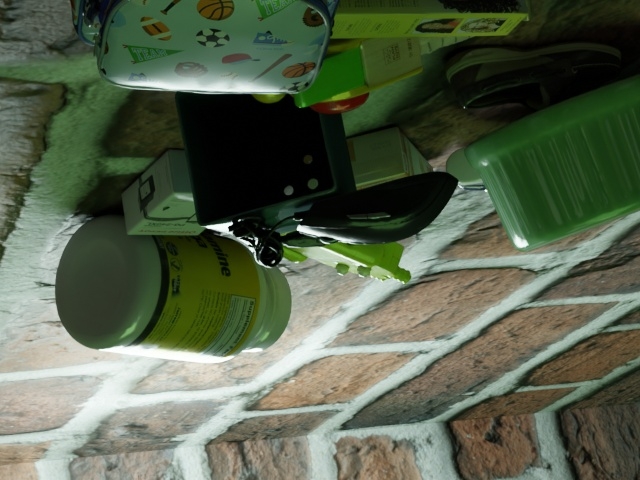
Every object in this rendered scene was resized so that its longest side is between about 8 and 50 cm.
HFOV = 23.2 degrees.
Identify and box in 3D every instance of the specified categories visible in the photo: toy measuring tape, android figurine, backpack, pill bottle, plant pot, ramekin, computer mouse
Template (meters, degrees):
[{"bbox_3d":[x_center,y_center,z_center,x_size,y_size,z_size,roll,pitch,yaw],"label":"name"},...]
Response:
[{"bbox_3d":[0.063,-0.216,1.652,0.330,0.121,0.121,-23,168,-22],"label":"toy measuring tape"},{"bbox_3d":[0.000,0.000,2.138,0.272,0.056,0.248,25,170,-28],"label":"android figurine"},{"bbox_3d":[-0.087,-0.249,1.283,0.276,0.213,0.263,-3,151,-12],"label":"backpack"},{"bbox_3d":[-0.198,0.076,2.223,0.188,0.188,0.334,-22,159,33],"label":"pill bottle"},{"bbox_3d":[-0.041,-0.091,1.850,0.165,0.166,0.234,-15,165,14],"label":"plant pot"},{"bbox_3d":[0.343,-0.097,1.926,0.303,0.148,0.303,-20,177,-1],"label":"ramekin"},{"bbox_3d":[0.033,-0.010,1.779,0.262,0.060,0.184,-13,169,1],"label":"computer mouse"}]

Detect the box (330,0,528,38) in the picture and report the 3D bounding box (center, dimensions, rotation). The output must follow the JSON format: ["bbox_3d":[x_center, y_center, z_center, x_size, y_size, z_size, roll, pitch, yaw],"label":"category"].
[{"bbox_3d":[0.086,-0.250,1.549,0.232,0.087,0.058,-5,164,-20],"label":"box"}]

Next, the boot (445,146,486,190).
[{"bbox_3d":[0.269,-0.109,2.134,0.190,0.069,0.086,-6,171,13],"label":"boot"}]

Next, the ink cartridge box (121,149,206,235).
[{"bbox_3d":[-0.178,-0.059,2.020,0.109,0.063,0.150,1,159,-32],"label":"ink cartridge box"}]

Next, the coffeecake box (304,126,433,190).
[{"bbox_3d":[0.066,-0.079,2.087,0.142,0.068,0.185,-13,163,15],"label":"coffeecake box"}]

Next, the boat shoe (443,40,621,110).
[{"bbox_3d":[0.256,-0.188,1.850,0.223,0.073,0.080,-4,161,-18],"label":"boat shoe"}]

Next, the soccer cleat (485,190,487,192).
[{"bbox_3d":[0.326,-0.078,2.225,0.196,0.076,0.068,-5,162,-15],"label":"soccer cleat"}]
